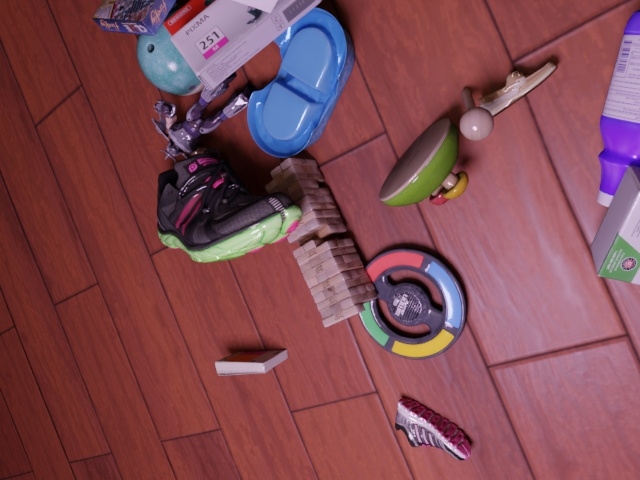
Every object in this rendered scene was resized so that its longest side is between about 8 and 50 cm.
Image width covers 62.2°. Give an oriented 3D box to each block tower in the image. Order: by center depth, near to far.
[{"bbox_3d":[0.000,0.000,1.082,0.091,0.097,0.335,-31,75,35],"label":"block tower"}]

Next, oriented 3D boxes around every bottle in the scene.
[{"bbox_3d":[0.479,-0.185,0.779,0.118,0.092,0.282,39,131,55],"label":"bottle"}]

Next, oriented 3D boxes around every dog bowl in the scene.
[{"bbox_3d":[-0.036,-0.311,1.072,0.166,0.074,0.297,36,115,19],"label":"dog bowl"}]

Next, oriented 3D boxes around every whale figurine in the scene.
[{"bbox_3d":[-0.291,-0.442,1.152,0.272,0.141,0.216,-37,80,28],"label":"whale figurine"}]

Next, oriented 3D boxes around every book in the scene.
[{"bbox_3d":[-0.162,0.284,1.253,0.144,0.096,0.035,-10,94,32],"label":"book"}]

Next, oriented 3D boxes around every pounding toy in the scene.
[{"bbox_3d":[0.219,-0.129,0.929,0.110,0.183,0.237,38,115,-10],"label":"pounding toy"}]

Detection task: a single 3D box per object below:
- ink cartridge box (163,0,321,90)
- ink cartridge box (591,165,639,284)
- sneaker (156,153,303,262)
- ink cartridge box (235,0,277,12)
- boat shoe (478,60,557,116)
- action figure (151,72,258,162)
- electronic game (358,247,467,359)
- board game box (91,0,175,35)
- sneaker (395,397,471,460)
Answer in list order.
[{"bbox_3d":[-0.170,-0.457,1.024,0.275,0.060,0.238,-38,64,3],"label":"ink cartridge box"},{"bbox_3d":[0.524,-0.005,0.755,0.209,0.087,0.153,14,125,10],"label":"ink cartridge box"},{"bbox_3d":[-0.228,-0.076,1.095,0.483,0.185,0.202,7,113,48],"label":"sneaker"},{"bbox_3d":[-0.083,-0.553,0.841,0.289,0.122,0.211,-43,51,47],"label":"ink cartridge box"},{"bbox_3d":[0.326,-0.258,0.888,0.135,0.050,0.045,-34,88,31],"label":"boat shoe"},{"bbox_3d":[-0.273,-0.265,1.184,0.185,0.099,0.285,40,125,-23],"label":"action figure"},{"bbox_3d":[0.175,0.127,1.055,0.229,0.048,0.229,7,104,29],"label":"electronic game"},{"bbox_3d":[-0.370,-0.558,1.153,0.165,0.042,0.243,17,74,29],"label":"board game box"},{"bbox_3d":[0.221,0.395,1.077,0.170,0.063,0.074,29,113,27],"label":"sneaker"}]
